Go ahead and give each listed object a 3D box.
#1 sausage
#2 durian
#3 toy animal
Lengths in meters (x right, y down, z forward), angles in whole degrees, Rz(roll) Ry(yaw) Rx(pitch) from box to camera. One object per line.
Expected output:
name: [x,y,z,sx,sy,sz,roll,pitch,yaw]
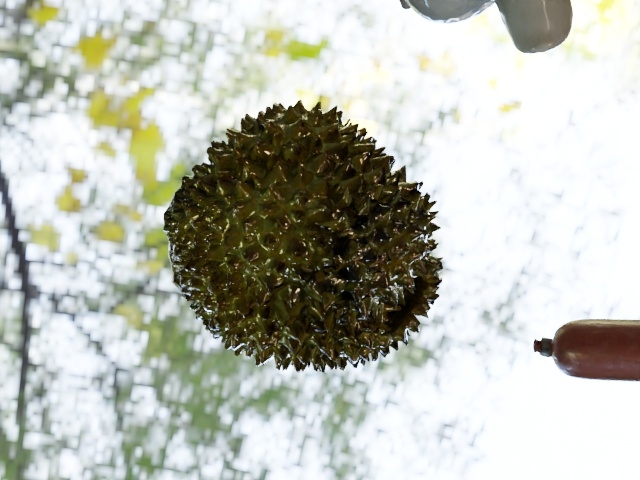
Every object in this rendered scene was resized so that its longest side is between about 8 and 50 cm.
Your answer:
sausage: [0.206,0.052,0.866,0.223,0.029,0.029,2,-144,12]
durian: [-0.005,0.010,1.827,0.258,0.293,0.258,-10,-116,21]
toy animal: [0.089,-0.282,1.670,0.208,0.154,0.325,32,-172,-36]
